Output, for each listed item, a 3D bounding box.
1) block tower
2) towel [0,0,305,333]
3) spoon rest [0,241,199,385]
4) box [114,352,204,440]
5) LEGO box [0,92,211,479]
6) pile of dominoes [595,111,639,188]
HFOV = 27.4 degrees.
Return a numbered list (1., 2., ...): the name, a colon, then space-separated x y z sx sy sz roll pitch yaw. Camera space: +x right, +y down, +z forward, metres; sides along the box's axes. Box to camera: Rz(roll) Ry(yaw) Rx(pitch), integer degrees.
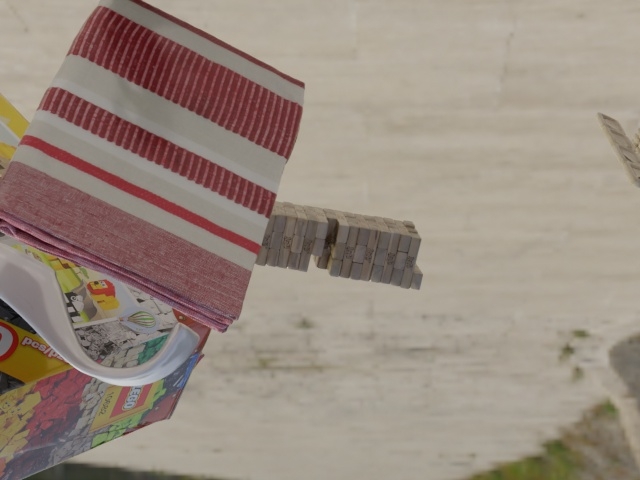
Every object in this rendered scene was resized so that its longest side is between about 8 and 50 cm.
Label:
1. block tower: 0.000 0.000 2.112 0.335 0.097 0.091 10 -164 -9
2. towel: -0.149 -0.085 1.233 0.237 0.329 0.037 26 136 -11
3. spoon rest: -0.259 0.073 1.298 0.276 0.084 0.137 21 168 19
4. box: -0.274 0.184 1.837 0.128 0.123 0.257 41 156 -7
5. LEGO box: -0.433 0.038 1.530 0.372 0.500 0.193 -19 144 -47
6. pile of dominoes: 0.400 -0.057 1.458 0.196 0.040 0.251 24 -158 -7
